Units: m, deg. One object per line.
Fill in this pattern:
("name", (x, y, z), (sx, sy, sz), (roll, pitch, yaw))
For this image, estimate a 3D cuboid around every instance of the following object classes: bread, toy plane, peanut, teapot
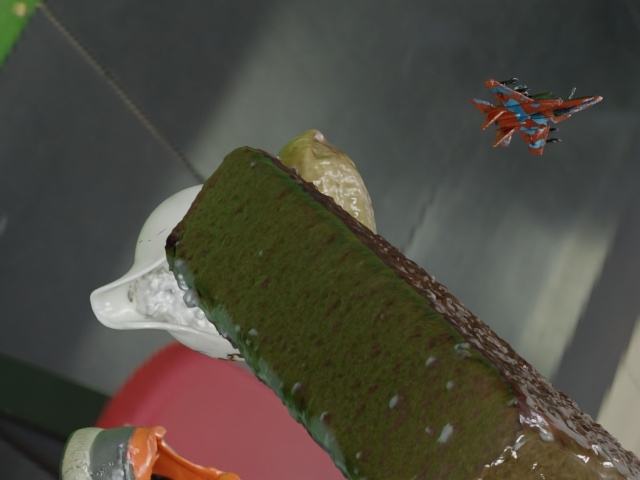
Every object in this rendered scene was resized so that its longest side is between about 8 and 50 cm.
("bread", (0.044, 0.078, 0.972), (0.165, 0.416, 0.113), (34, 95, -29))
("toy plane", (0.286, -0.169, 2.169), (0.130, 0.189, 0.061), (54, 43, -24))
("peanut", (0.000, 0.000, 1.599), (0.120, 0.110, 0.236), (75, 2, -59))
("teapot", (-0.095, 0.038, 1.865), (0.166, 0.300, 0.208), (-25, 107, -52))

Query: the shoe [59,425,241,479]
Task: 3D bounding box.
("shoe", (-0.141, 0.329, 1.935), (0.336, 0.171, 0.132), (56, 29, -24))
